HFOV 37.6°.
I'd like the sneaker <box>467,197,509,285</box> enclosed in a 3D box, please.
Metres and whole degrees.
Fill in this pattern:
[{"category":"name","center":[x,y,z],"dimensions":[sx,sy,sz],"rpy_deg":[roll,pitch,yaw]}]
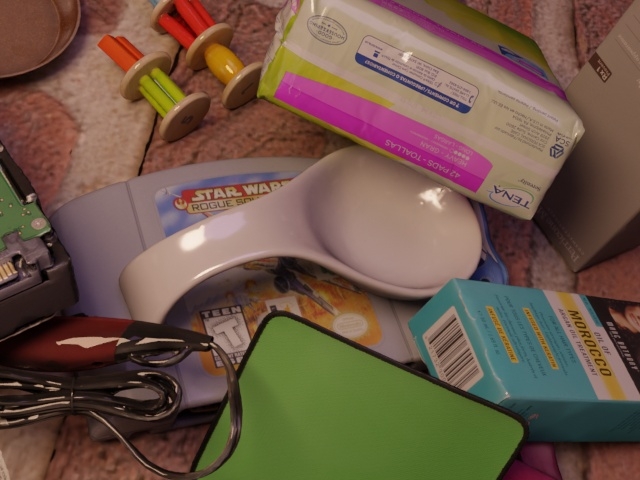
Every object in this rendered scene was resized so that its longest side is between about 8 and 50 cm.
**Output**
[{"category":"sneaker","center":[0.115,0.017,0.785],"dimensions":[0.059,0.053,0.144],"rpy_deg":[1,50,-21]}]

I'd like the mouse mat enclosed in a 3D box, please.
[{"category":"mouse mat","center":[0.022,0.141,0.621],"dimensions":[0.190,0.152,0.007],"rpy_deg":[25,22,-4]}]

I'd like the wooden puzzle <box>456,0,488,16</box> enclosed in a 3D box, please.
[{"category":"wooden puzzle","center":[0.157,-0.223,0.980],"dimensions":[0.049,0.006,0.083],"rpy_deg":[0,59,-21]}]

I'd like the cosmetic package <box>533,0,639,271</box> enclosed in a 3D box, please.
[{"category":"cosmetic package","center":[0.271,-0.091,0.798],"dimensions":[0.107,0.238,0.127],"rpy_deg":[-19,64,-32]}]

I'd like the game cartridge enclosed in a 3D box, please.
[{"category":"game cartridge","center":[-0.047,0.029,0.717],"dimensions":[0.297,0.062,0.198],"rpy_deg":[-8,67,-25]}]

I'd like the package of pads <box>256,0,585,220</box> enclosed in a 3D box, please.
[{"category":"package of pads","center":[0.075,-0.145,0.774],"dimensions":[0.229,0.101,0.296],"rpy_deg":[25,22,-4]}]

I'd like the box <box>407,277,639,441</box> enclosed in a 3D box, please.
[{"category":"box","center":[0.189,0.095,0.709],"dimensions":[0.244,0.060,0.100],"rpy_deg":[8,47,-35]}]

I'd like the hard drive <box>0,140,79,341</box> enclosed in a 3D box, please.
[{"category":"hard drive","center":[-0.328,-0.040,0.583],"dimensions":[0.237,0.064,0.339],"rpy_deg":[-27,55,-23]}]

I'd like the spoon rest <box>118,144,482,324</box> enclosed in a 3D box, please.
[{"category":"spoon rest","center":[0.000,0.000,0.669],"dimensions":[0.276,0.084,0.137],"rpy_deg":[-16,66,-27]}]

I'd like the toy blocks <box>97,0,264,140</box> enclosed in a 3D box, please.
[{"category":"toy blocks","center":[-0.135,-0.168,0.807],"dimensions":[0.123,0.054,0.148],"rpy_deg":[-34,75,-34]}]

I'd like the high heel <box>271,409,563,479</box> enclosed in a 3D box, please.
[{"category":"high heel","center":[0.069,0.171,0.655],"dimensions":[0.244,0.082,0.117],"rpy_deg":[17,49,-23]}]

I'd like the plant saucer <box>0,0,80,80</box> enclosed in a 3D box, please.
[{"category":"plant saucer","center":[-0.287,-0.192,0.781],"dimensions":[0.168,0.029,0.168],"rpy_deg":[9,57,-15]}]

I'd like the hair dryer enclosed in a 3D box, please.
[{"category":"hair dryer","center":[-0.203,0.071,0.595],"dimensions":[0.224,0.080,0.293],"rpy_deg":[-26,61,-23]}]
